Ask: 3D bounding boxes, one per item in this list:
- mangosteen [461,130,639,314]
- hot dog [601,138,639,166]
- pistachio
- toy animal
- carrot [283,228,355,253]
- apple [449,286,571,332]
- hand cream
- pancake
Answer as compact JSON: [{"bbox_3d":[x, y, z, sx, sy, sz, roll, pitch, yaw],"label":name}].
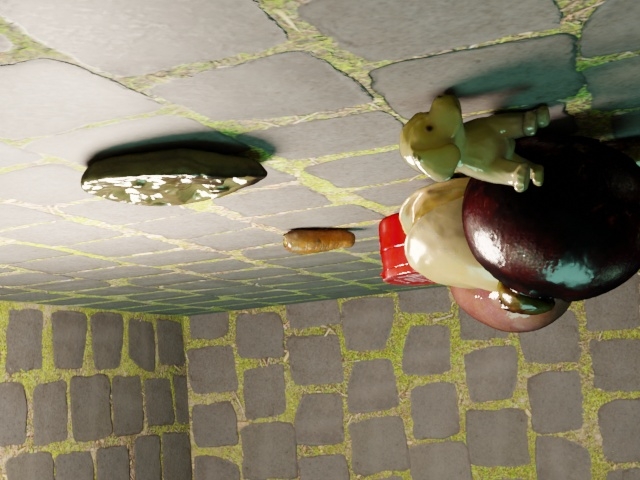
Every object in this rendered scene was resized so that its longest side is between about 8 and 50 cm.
[{"bbox_3d":[0.364,-0.022,1.437,0.297,0.293,0.297,18,178,1],"label":"mangosteen"},{"bbox_3d":[0.470,-0.139,1.552,0.216,0.047,0.066,-7,-153,21],"label":"hot dog"},{"bbox_3d":[0.311,-0.014,1.736,0.321,0.229,0.238,1,129,-4],"label":"pistachio"},{"bbox_3d":[0.220,-0.135,1.259,0.169,0.121,0.233,9,-170,35],"label":"toy animal"},{"bbox_3d":[0.000,0.000,2.168,0.186,0.060,0.060,-3,171,-26],"label":"carrot"},{"bbox_3d":[0.455,0.078,2.216,0.306,0.305,0.235,-13,161,42],"label":"apple"},{"bbox_3d":[0.244,0.015,2.104,0.230,0.149,0.230,-2,171,0],"label":"hand cream"},{"bbox_3d":[-0.228,-0.097,1.454,0.295,0.049,0.294,-3,174,0],"label":"pancake"}]
